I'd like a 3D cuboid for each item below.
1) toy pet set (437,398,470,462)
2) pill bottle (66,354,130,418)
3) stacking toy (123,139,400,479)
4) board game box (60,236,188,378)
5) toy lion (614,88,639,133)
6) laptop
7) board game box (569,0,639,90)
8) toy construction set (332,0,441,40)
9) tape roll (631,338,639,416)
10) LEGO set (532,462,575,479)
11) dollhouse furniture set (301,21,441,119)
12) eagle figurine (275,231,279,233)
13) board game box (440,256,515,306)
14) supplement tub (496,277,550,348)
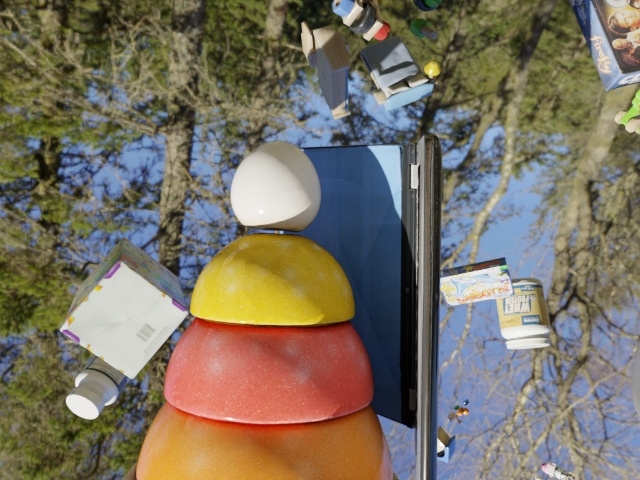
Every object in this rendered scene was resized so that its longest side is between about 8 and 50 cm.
[{"bbox_3d":[0.292,0.434,1.194,0.065,0.122,0.114,49,-141,10],"label":"toy pet set"},{"bbox_3d":[-0.518,0.330,1.274,0.107,0.108,0.180,19,-144,3],"label":"pill bottle"},{"bbox_3d":[-0.054,0.113,0.687,0.350,0.480,0.350,4,178,0],"label":"stacking toy"},{"bbox_3d":[-0.350,0.107,0.966,0.142,0.144,0.275,42,173,-19],"label":"board game box"},{"bbox_3d":[0.517,-0.210,0.826,0.100,0.096,0.034,10,-141,-34],"label":"toy lion"},{"bbox_3d":[0.017,0.074,0.652,0.236,0.382,0.408,0,-171,9],"label":"laptop"},{"bbox_3d":[0.421,-0.333,0.704,0.165,0.042,0.243,-14,-102,-2],"label":"board game box"},{"bbox_3d":[0.052,-0.519,0.965,0.308,0.258,0.237,-12,-138,-22],"label":"toy construction set"},{"bbox_3d":[0.521,0.163,0.731,0.072,0.219,0.219,19,-150,10],"label":"tape roll"},{"bbox_3d":[0.518,0.673,1.269,0.132,0.287,0.107,38,162,-32],"label":"LEGO set"},{"bbox_3d":[0.134,-0.510,1.398,0.303,0.198,0.287,-20,-111,-6],"label":"dollhouse furniture set"},{"bbox_3d":[-0.004,0.011,1.312,0.298,0.225,0.226,22,-162,29],"label":"eagle figurine"},{"bbox_3d":[0.456,0.125,1.565,0.201,0.136,0.035,-14,-140,21],"label":"board game box"},{"bbox_3d":[0.619,0.225,1.627,0.144,0.144,0.200,4,-109,-22],"label":"supplement tub"}]
